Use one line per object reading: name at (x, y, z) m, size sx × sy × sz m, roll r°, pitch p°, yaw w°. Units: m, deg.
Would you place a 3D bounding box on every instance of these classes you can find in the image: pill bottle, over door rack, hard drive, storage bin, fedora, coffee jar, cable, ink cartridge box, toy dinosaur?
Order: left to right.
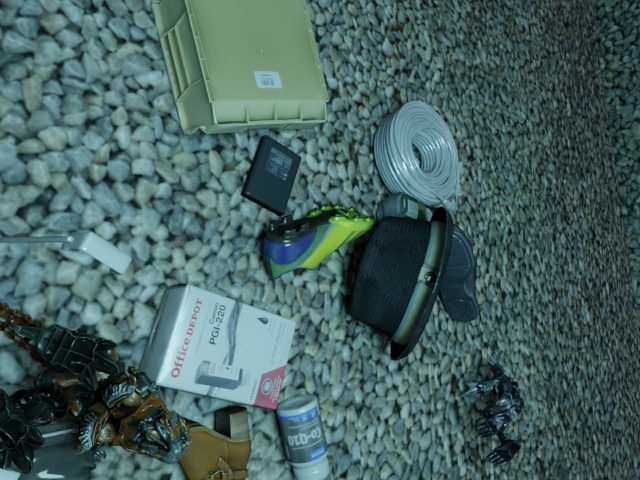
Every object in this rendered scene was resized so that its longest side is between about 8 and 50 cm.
over door rack at (-0.388, 0.076, 0.476) m, size 0.108 × 0.325 × 0.239 m, roll 59°, pitch 43°, yaw -54°
toy dinosaur at (-0.316, 0.187, 0.603) m, size 0.322 × 0.218 × 0.164 m, roll 17°, pitch 79°, yaw -1°
ink cartridge box at (-0.164, 0.179, 0.780) m, size 0.218 × 0.092 × 0.158 m, roll 25°, pitch 67°, yaw -31°
storage bin at (-0.137, -0.328, 0.873) m, size 0.262 × 0.123 × 0.260 m, roll -14°, pitch 92°, yaw -39°
hard drive at (-0.095, -0.128, 0.933) m, size 0.094 × 0.022 × 0.135 m, roll 29°, pitch 65°, yaw -31°
pill bottle at (-0.029, 0.363, 0.862) m, size 0.078 × 0.078 × 0.137 m, roll -14°, pitch 91°, yaw -39°
fedora at (0.152, 0.071, 0.986) m, size 0.153 × 0.334 × 0.333 m, roll 19°, pitch 66°, yaw 3°
coffee jar at (0.231, -0.050, 1.129) m, size 0.185 × 0.096 × 0.079 m, roll 18°, pitch 64°, yaw -35°
cable at (0.245, -0.212, 1.176) m, size 0.257 × 0.089 × 0.257 m, roll 19°, pitch 70°, yaw -34°

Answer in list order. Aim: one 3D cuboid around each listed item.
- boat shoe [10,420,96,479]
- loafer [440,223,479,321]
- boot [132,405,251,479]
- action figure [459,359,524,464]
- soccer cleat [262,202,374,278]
boat shoe at (-0.436, 0.247, 0.553) m, size 0.335 × 0.112 × 0.095 m, roll 25°, pitch 52°, yaw -38°
loafer at (0.335, 0.071, 1.169) m, size 0.302 × 0.109 × 0.095 m, roll 68°, pitch 32°, yaw -34°
boot at (-0.194, 0.357, 0.739) m, size 0.197 × 0.073 × 0.152 m, roll 2°, pitch 85°, yaw -35°
action figure at (0.434, 0.416, 1.187) m, size 0.164 × 0.141 × 0.276 m, roll 60°, pitch 26°, yaw -4°
soccer cleat at (-0.001, 0.000, 0.961) m, size 0.289 × 0.093 × 0.121 m, roll -16°, pitch 123°, yaw -43°
